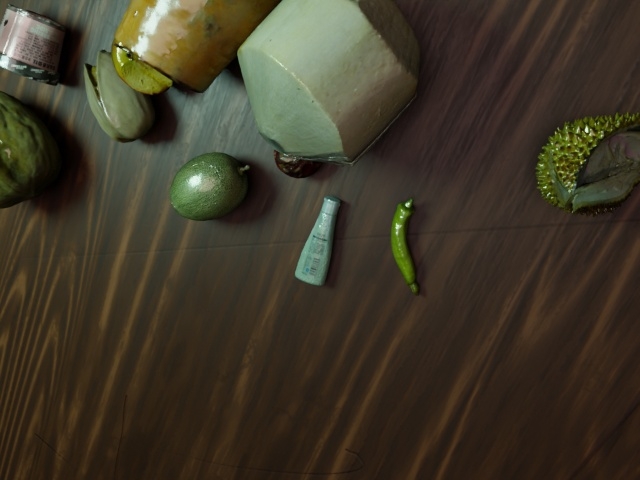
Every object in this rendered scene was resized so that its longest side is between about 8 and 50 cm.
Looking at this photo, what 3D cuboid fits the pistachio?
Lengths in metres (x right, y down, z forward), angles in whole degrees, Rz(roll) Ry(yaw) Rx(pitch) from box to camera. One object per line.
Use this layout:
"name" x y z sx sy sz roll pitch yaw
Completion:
"pistachio" -0.440 -0.306 1.208 0.129 0.131 0.206 -30 88 12

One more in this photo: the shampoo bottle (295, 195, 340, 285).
"shampoo bottle" 0.000 0.000 1.195 0.069 0.041 0.191 21 107 17

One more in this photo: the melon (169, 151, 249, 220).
"melon" -0.231 -0.115 1.186 0.192 0.139 0.139 -24 95 20

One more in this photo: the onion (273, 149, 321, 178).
"onion" -0.045 -0.180 1.145 0.107 0.097 0.107 -9 114 -20

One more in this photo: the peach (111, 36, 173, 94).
"peach" -0.362 -0.380 1.153 0.118 0.151 0.151 29 114 49

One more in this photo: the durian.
"durian" 0.480 -0.139 0.984 0.237 0.138 0.193 6 110 -28

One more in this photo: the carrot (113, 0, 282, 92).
"carrot" -0.190 -0.440 0.995 0.224 0.224 0.341 40 103 4

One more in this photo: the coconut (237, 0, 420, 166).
"coconut" 0.007 -0.285 0.981 0.323 0.323 0.323 4 103 15

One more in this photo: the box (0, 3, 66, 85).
"box" -0.638 -0.432 1.230 0.151 0.151 0.135 23 100 10

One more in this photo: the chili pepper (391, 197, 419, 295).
"chili pepper" 0.171 0.013 1.153 0.049 0.043 0.208 -8 107 -8

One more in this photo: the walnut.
"walnut" -0.727 -0.211 1.257 0.227 0.283 0.283 -38 90 -9
